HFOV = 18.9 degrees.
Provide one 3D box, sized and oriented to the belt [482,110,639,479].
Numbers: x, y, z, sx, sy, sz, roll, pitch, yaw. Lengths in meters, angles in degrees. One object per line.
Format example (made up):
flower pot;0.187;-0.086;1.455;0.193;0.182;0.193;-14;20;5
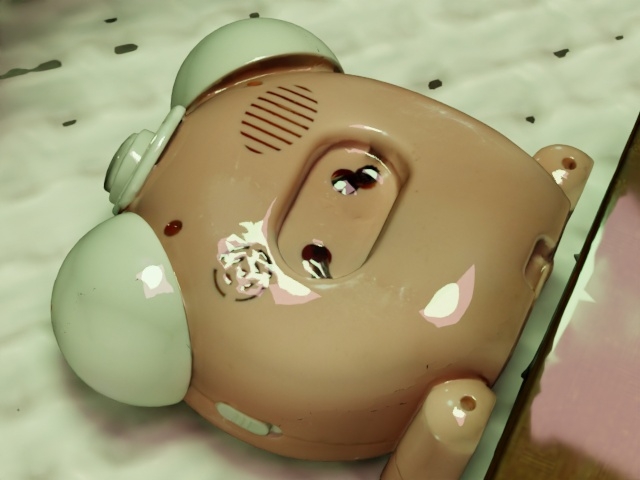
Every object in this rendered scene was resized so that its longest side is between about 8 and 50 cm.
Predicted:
belt;0.129;0.042;0.610;0.122;0.217;0.339;22;59;8

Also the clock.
clock;0.000;0.000;0.679;0.162;0.093;0.166;23;56;5
